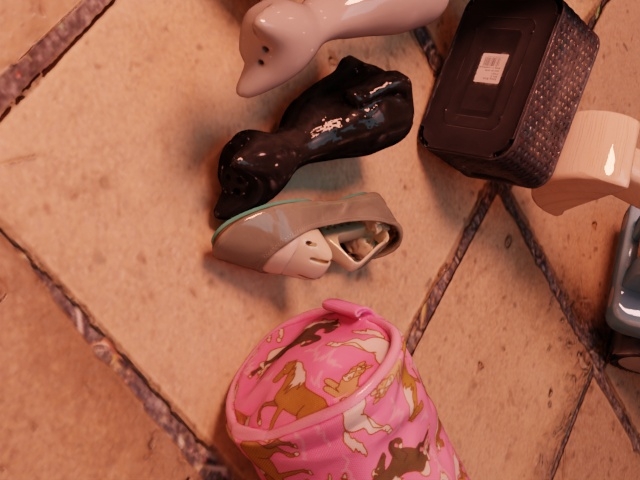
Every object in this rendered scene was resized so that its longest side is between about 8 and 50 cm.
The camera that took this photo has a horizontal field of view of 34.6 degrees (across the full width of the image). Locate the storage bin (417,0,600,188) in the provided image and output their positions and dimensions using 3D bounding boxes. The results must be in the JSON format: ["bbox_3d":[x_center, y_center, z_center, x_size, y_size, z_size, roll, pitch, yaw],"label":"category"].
[{"bbox_3d":[0.193,-0.156,1.057,0.084,0.122,0.180,26,83,-45],"label":"storage bin"}]

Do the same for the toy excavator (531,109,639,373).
[{"bbox_3d":[0.446,0.008,1.216,0.445,0.433,0.222,87,18,-70],"label":"toy excavator"}]

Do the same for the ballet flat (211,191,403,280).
[{"bbox_3d":[0.000,0.000,0.887,0.213,0.072,0.068,-13,59,-50],"label":"ballet flat"}]

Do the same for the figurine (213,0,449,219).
[{"bbox_3d":[-0.001,-0.132,0.831,0.209,0.092,0.214,-36,153,-37],"label":"figurine"}]

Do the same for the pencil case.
[{"bbox_3d":[0.066,0.236,0.900,0.386,0.160,0.167,60,20,-27],"label":"pencil case"}]
